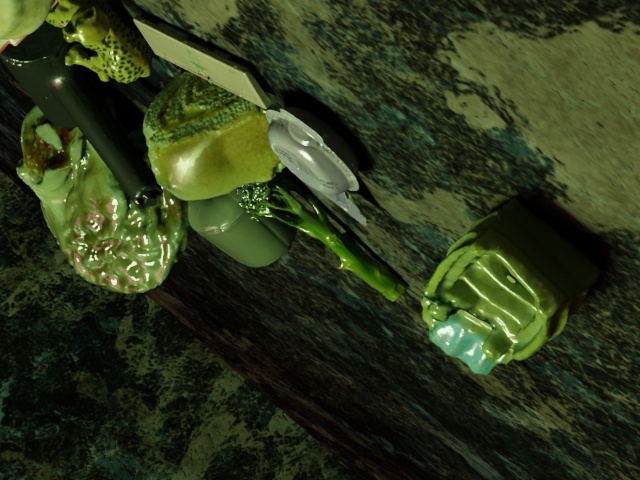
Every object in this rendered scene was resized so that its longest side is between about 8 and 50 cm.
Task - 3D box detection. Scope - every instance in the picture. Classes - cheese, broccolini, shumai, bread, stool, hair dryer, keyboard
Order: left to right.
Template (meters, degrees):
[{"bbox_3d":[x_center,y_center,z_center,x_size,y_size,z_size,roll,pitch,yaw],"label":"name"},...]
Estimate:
[{"bbox_3d":[-0.249,-0.133,1.794,0.251,0.089,0.197,55,174,18],"label":"hair dryer"},{"bbox_3d":[-0.270,-0.067,1.992,0.256,0.189,0.218,16,158,50],"label":"shumai"},{"bbox_3d":[-0.107,-0.166,1.533,0.166,0.017,0.055,30,161,40],"label":"keyboard"},{"bbox_3d":[-0.109,-0.091,1.603,0.156,0.110,0.103,24,156,50],"label":"bread"},{"bbox_3d":[-0.081,-0.027,1.793,0.096,0.096,0.110,26,167,50],"label":"stool"},{"bbox_3d":[-0.004,-0.071,1.502,0.105,0.042,0.191,37,169,17],"label":"cheese"},{"bbox_3d":[0.000,0.001,1.732,0.216,0.058,0.067,43,165,-20],"label":"broccolini"}]

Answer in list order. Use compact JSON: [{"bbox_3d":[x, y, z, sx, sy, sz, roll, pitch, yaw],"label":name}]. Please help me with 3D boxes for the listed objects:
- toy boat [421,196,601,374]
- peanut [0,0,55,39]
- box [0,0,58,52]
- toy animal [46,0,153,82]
[{"bbox_3d":[0.150,0.038,1.351,0.111,0.084,0.276,41,166,7],"label":"toy boat"},{"bbox_3d":[-0.344,-0.291,1.436,0.340,0.174,0.158,60,-159,-52],"label":"peanut"},{"bbox_3d":[-0.507,-0.275,1.648,0.314,0.300,0.312,29,164,43],"label":"box"},{"bbox_3d":[-0.214,-0.193,1.629,0.136,0.073,0.181,29,167,36],"label":"toy animal"}]
